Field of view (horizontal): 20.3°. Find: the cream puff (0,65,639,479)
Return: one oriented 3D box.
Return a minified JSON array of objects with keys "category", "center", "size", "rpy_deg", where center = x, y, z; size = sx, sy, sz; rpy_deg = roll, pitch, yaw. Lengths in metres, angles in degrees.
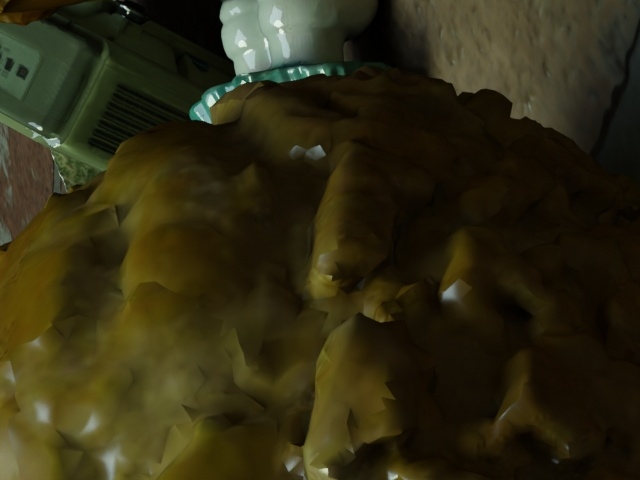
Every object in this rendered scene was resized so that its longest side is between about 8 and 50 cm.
[{"category":"cream puff","center":[0.040,0.105,0.546],"size":[0.343,0.231,0.327],"rpy_deg":[49,-153,-77]}]

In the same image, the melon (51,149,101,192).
[{"category":"melon","center":[-0.143,-0.002,1.211],"size":[0.098,0.054,0.182],"rpy_deg":[138,113,-73]}]

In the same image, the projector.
[{"category":"projector","center":[-0.148,-0.102,0.990],"size":[0.269,0.193,0.088],"rpy_deg":[29,93,40]}]

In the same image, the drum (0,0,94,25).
[{"category":"drum","center":[-0.049,-0.292,0.611],"size":[0.431,0.214,0.431],"rpy_deg":[170,90,-68]}]

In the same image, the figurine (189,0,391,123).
[{"category":"figurine","center":[0.000,0.000,0.781],"size":[0.138,0.110,0.245],"rpy_deg":[-15,79,57]}]
